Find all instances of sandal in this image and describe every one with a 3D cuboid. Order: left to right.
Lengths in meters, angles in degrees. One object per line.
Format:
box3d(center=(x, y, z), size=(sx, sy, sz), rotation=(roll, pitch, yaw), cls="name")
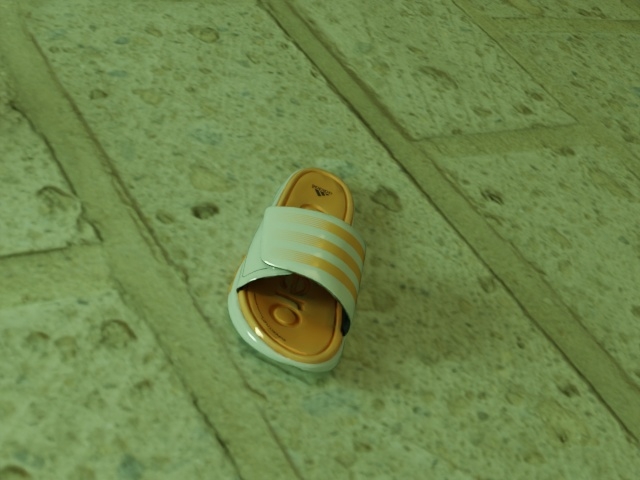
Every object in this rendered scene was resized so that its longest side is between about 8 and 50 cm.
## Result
box3d(center=(-0.010, -0.004, 0.809), size=(0.102, 0.076, 0.265), rotation=(19, 38, -8), cls="sandal")
